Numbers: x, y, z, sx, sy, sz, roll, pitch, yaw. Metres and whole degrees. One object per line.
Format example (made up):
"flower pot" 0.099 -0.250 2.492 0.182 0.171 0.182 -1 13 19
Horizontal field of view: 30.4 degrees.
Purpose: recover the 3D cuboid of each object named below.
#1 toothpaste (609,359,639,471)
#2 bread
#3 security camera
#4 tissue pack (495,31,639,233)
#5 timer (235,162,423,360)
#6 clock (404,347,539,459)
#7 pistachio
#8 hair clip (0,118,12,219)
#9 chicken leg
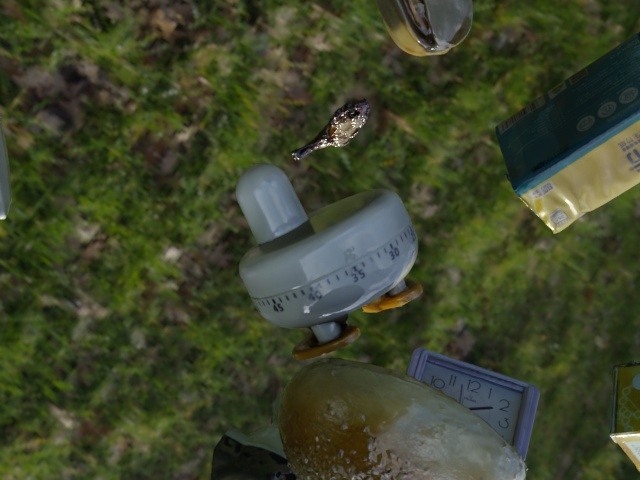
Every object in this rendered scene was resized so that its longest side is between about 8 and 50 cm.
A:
"toothpaste" 0.370 0.117 0.843 0.089 0.313 0.071 48 43 -38
"bread" 0.086 0.253 1.337 0.305 0.305 0.159 70 39 -64
"security camera" -0.014 0.306 1.681 0.277 0.191 0.197 -48 154 -45
"tissue pack" 0.410 -0.156 1.725 0.271 0.192 0.134 -33 122 21
"timer" 0.000 0.000 1.502 0.233 0.240 0.233 -25 -171 4
"clock" 0.203 0.248 1.675 0.073 0.193 0.145 103 7 -48
"pistachio" 0.139 -0.354 1.637 0.131 0.129 0.206 -56 128 -64
"hair clip" -0.498 -0.130 1.657 0.113 0.282 0.173 -21 109 -46
"chicken leg" 0.019 -0.163 1.751 0.062 0.037 0.145 2 146 -45
